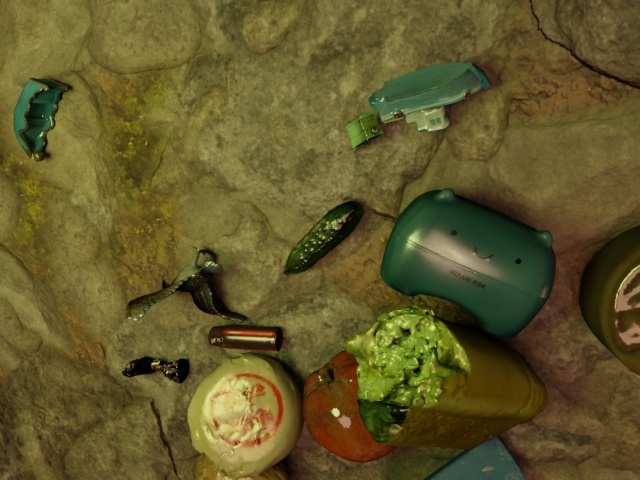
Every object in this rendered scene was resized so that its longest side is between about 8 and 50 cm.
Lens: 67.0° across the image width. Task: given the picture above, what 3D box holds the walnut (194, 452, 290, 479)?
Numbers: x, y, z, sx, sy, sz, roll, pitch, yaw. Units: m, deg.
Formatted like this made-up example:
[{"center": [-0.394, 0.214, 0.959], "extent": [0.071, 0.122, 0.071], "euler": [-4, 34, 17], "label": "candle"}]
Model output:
[{"center": [-0.183, 0.579, 1.136], "extent": [0.245, 0.198, 0.198], "euler": [19, 108, 8], "label": "walnut"}]

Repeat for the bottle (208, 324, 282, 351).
[{"center": [-0.173, 0.222, 1.101], "extent": [0.165, 0.060, 0.060], "euler": [0, 105, 12], "label": "bottle"}]

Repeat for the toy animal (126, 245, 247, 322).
[{"center": [-0.286, 0.094, 1.069], "extent": [0.273, 0.197, 0.160], "euler": [25, 94, -41], "label": "toy animal"}]

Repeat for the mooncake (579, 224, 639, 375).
[{"center": [0.629, 0.113, 0.859], "extent": [0.285, 0.155, 0.284], "euler": [3, 105, 13], "label": "mooncake"}]

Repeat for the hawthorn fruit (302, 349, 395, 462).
[{"center": [0.089, 0.366, 1.024], "extent": [0.211, 0.210, 0.262], "euler": [-36, 114, 18], "label": "hawthorn fruit"}]

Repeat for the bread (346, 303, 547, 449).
[{"center": [0.231, 0.259, 0.891], "extent": [0.377, 0.208, 0.251], "euler": [25, 130, -36], "label": "bread"}]

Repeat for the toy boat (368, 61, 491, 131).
[{"center": [0.203, -0.258, 0.892], "extent": [0.215, 0.088, 0.102], "euler": [-15, 136, 14], "label": "toy boat"}]

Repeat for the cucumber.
[{"center": [0.000, 0.000, 1.005], "extent": [0.069, 0.069, 0.227], "euler": [46, 113, -3], "label": "cucumber"}]

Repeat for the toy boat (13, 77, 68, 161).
[{"center": [-0.608, -0.261, 1.049], "extent": [0.077, 0.075, 0.185], "euler": [40, 112, 8], "label": "toy boat"}]

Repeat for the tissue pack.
[{"center": [0.270, 0.025, 0.883], "extent": [0.288, 0.198, 0.206], "euler": [26, 108, 6], "label": "tissue pack"}]

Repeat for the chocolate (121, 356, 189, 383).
[{"center": [-0.397, 0.305, 1.168], "extent": [0.147, 0.072, 0.070], "euler": [9, 95, 4], "label": "chocolate"}]

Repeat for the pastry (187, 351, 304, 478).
[{"center": [-0.162, 0.380, 1.063], "extent": [0.265, 0.133, 0.264], "euler": [-1, 76, 3], "label": "pastry"}]

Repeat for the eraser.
[{"center": [0.282, 0.544, 1.002], "extent": [0.312, 0.042, 0.144], "euler": [-27, 73, -15], "label": "eraser"}]

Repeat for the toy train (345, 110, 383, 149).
[{"center": [0.081, -0.207, 0.918], "extent": [0.038, 0.093, 0.056], "euler": [-24, 95, -17], "label": "toy train"}]
